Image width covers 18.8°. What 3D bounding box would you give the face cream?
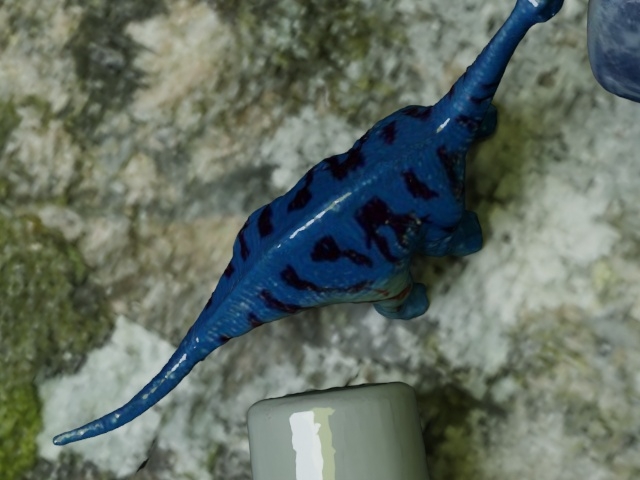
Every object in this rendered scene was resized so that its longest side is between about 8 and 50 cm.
[{"bbox_3d":[0.025,0.223,0.882,0.143,0.089,0.314,-9,87,19],"label":"face cream"}]

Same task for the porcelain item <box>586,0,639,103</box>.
[{"bbox_3d":[0.193,-0.120,0.844,0.114,0.147,0.147,19,86,22],"label":"porcelain item"}]

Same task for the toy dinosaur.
[{"bbox_3d":[0.021,-0.007,0.905,0.329,0.144,0.076,-41,72,22],"label":"toy dinosaur"}]
